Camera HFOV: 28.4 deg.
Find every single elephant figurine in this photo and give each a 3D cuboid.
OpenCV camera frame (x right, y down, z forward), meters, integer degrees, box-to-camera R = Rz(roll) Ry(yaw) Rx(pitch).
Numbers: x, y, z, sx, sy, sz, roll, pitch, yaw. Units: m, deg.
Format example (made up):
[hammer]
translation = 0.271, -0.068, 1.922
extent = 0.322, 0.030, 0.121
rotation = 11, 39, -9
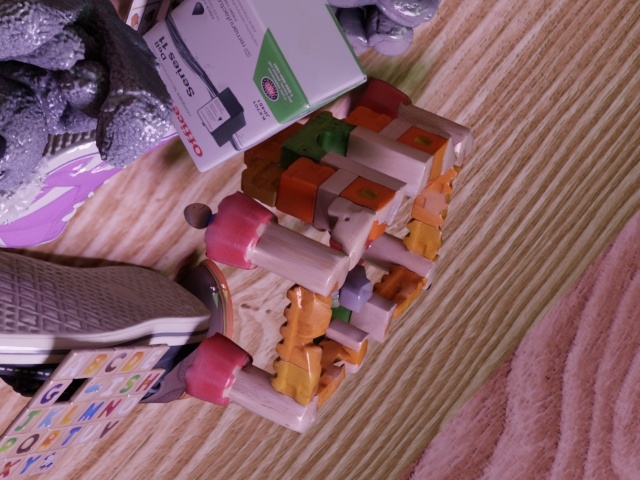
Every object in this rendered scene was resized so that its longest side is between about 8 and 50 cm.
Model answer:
[elephant figurine]
translation = 0.051, -0.322, 1.297
extent = 0.186, 0.169, 0.239
rotation = 128, -21, -62

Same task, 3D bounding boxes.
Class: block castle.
[block castle]
translation = 0.000, 0.000, 1.623
extent = 0.453, 0.213, 0.303
rotation = -43, 151, -49

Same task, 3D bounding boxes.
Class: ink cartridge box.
[ink cartridge box]
translation = -0.074, -0.172, 1.216
extent = 0.087, 0.153, 0.208
rotation = -32, -176, -36

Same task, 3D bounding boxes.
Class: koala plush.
[koala plush]
translation = -0.272, -0.123, 1.140
extent = 0.196, 0.203, 0.221
rotation = 39, 106, -26

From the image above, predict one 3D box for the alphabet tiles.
[alphabet tiles]
translation = -0.265, 0.188, 1.390
extent = 0.198, 0.009, 0.237
rotation = -49, 161, 13

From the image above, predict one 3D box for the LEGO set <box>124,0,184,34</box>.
[LEGO set]
translation = -0.121, -0.327, 1.242
extent = 0.182, 0.060, 0.244
rotation = -34, 156, -50

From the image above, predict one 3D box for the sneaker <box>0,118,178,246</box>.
[sneaker]
translation = -0.252, -0.085, 1.327
extent = 0.282, 0.102, 0.161
rotation = -24, 153, -21

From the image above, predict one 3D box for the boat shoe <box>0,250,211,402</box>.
[boat shoe]
translation = -0.301, 0.116, 1.441
extent = 0.156, 0.187, 0.500
rotation = -57, 158, 10

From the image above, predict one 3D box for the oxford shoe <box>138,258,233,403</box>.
[oxford shoe]
translation = -0.194, 0.137, 1.735
extent = 0.098, 0.097, 0.271
rotation = -16, 142, -37
